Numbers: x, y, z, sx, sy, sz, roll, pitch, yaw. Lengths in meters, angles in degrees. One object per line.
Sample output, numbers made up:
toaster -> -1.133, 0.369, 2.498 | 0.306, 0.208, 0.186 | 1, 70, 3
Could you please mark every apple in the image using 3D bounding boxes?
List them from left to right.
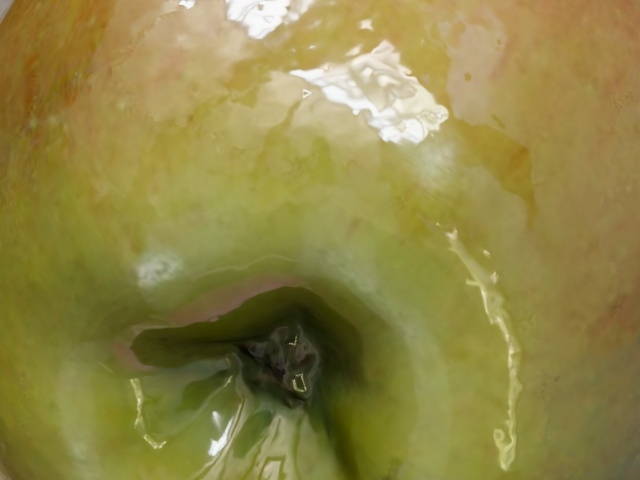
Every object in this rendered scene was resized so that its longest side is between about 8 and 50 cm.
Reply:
apple -> 0.000, 0.000, 0.739 | 0.339, 0.305, 0.338 | 13, 128, 17
